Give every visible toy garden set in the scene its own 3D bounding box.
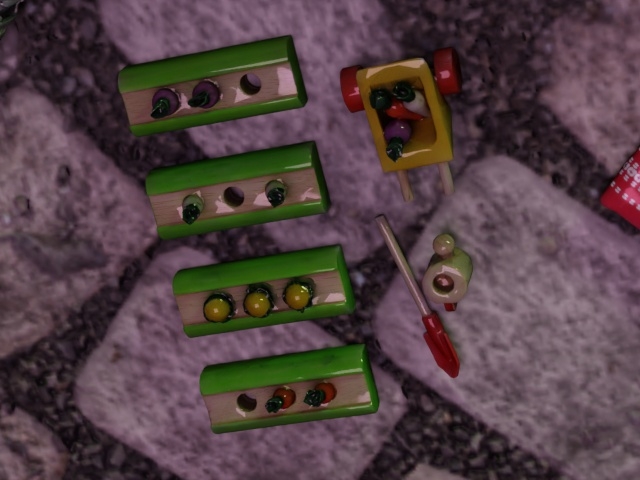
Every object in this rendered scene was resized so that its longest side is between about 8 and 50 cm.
[{"bbox_3d":[0.000,0.000,1.184,0.203,0.049,0.244,-9,109,15],"label":"toy garden set"}]

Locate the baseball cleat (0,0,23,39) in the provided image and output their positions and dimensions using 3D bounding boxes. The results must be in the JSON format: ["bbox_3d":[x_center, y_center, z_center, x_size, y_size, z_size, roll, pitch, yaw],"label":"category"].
[{"bbox_3d":[-0.170,-0.167,1.142,0.109,0.072,0.206,17,114,5],"label":"baseball cleat"}]

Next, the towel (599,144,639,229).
[{"bbox_3d":[0.317,-0.063,1.105,0.199,0.031,0.275,38,114,-3],"label":"towel"}]
